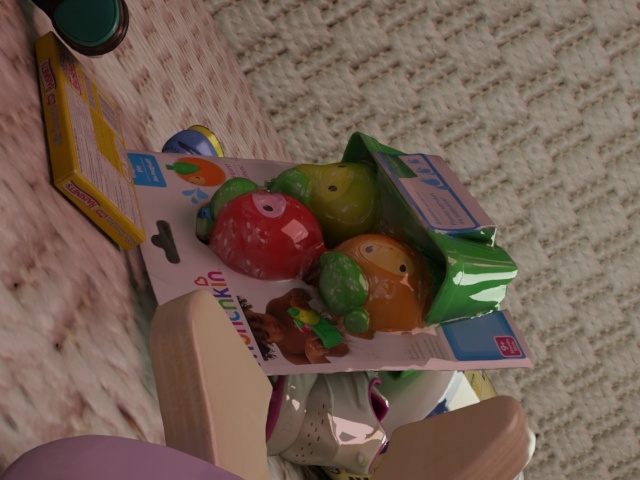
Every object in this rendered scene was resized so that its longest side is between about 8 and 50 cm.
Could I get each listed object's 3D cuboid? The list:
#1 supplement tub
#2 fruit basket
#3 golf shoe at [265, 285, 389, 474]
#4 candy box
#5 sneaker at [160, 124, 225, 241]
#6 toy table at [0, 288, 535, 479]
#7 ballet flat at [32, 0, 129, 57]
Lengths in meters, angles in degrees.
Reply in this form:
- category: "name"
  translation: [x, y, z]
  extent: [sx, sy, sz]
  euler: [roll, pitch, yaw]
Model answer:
- category: "supplement tub"
  translation: [0.108, 0.225, 1.080]
  extent: [0.316, 0.228, 0.228]
  euler: [57, 9, -36]
- category: "fruit basket"
  translation: [0.000, 0.000, 0.858]
  extent: [0.353, 0.165, 0.327]
  euler: [8, 34, -30]
- category: "golf shoe"
  translation: [-0.003, 0.139, 0.918]
  extent: [0.140, 0.115, 0.306]
  euler: [23, 21, -7]
- category: "candy box"
  translation: [-0.211, -0.094, 0.806]
  extent: [0.105, 0.027, 0.206]
  euler: [50, 14, -47]
- category: "sneaker"
  translation: [-0.133, -0.029, 1.049]
  extent: [0.082, 0.069, 0.209]
  euler: [-51, 127, -47]
- category: "toy table"
  translation: [-0.022, 0.160, 0.416]
  extent: [0.161, 0.252, 0.274]
  euler: [-69, 144, -60]
- category: "ballet flat"
  translation: [-0.228, -0.221, 0.853]
  extent: [0.203, 0.074, 0.074]
  euler: [45, -4, 35]
